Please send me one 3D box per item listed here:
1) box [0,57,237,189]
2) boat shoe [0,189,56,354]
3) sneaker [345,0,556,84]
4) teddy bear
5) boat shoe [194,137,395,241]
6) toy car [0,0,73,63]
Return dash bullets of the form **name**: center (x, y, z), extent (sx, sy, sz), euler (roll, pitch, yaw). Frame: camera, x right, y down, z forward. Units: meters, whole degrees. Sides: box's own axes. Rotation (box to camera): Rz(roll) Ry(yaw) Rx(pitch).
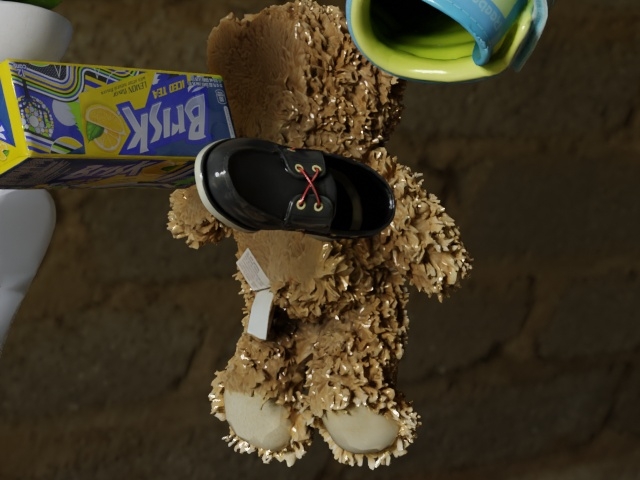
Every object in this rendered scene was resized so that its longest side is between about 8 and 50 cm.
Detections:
- **box**: center (-0.124, -0.064, 0.965), extent (0.169, 0.054, 0.059), euler (-2, 74, -51)
- **boat shoe**: center (-0.329, 0.066, 1.407), extent (0.108, 0.301, 0.102), euler (19, 10, -45)
- **sneaker**: center (0.141, -0.204, 0.989), extent (0.127, 0.319, 0.208), euler (41, 28, -17)
- **teddy bear**: center (0.000, 0.000, 1.221), extent (0.113, 0.245, 0.338), euler (-1, 73, -48)
- **boat shoe**: center (-0.011, -0.026, 0.839), extent (0.042, 0.049, 0.133), euler (-11, -14, 34)
- **toy car**: center (-0.226, -0.179, 0.980), extent (0.182, 0.159, 0.136), euler (0, -13, 15)
